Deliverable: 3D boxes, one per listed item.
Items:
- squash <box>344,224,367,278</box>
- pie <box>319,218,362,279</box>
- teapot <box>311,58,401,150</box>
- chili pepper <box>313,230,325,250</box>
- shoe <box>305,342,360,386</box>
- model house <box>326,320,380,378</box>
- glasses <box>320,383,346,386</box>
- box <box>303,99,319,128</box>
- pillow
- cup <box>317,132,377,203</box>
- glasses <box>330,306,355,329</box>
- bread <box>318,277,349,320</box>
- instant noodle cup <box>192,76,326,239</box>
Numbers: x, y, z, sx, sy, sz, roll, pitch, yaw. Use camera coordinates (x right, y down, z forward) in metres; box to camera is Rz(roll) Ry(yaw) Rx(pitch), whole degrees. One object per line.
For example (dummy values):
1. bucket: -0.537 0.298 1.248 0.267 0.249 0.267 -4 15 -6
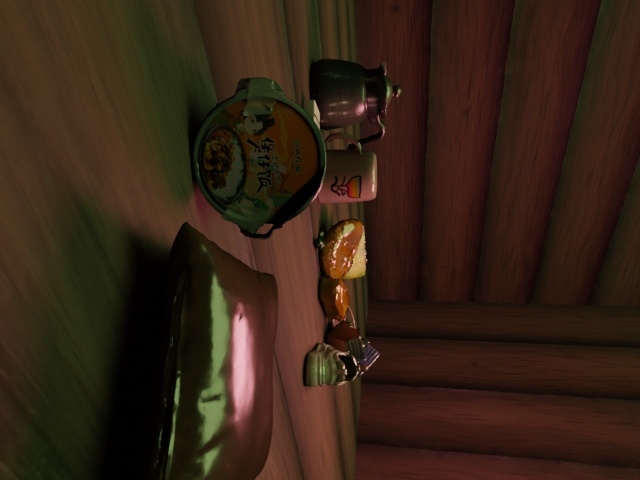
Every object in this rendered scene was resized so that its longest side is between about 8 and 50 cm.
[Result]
1. squash: 0.111 0.071 1.665 0.155 0.203 0.237 -128 -149 -70
2. pie: 0.085 0.034 1.532 0.273 0.069 0.274 -36 138 -42
3. teapot: 0.126 -0.451 1.368 0.223 0.284 0.306 -59 146 -70
4. chili pepper: 0.004 0.007 1.388 0.118 0.035 0.056 -59 146 -72
5. shoe: 0.052 0.405 1.326 0.316 0.159 0.125 26 63 -75
6. model house: 0.133 0.425 1.582 0.166 0.172 0.183 -32 116 -35
7. glasses: 0.058 0.486 1.497 0.140 0.103 0.063 -60 151 -63
8. box: -0.027 -0.325 1.209 0.084 0.040 0.155 36 54 -74
9. pillow: -0.119 0.165 0.514 0.305 0.108 0.308 57 34 -74
10. cup: 0.095 -0.254 1.432 0.192 0.200 0.253 -74 161 -55
11. glasses: 0.088 0.312 1.700 0.162 0.095 0.256 43 45 -63
12. bread: 0.053 0.221 1.515 0.246 0.094 0.102 74 24 -57
13. instant noodle cup: -0.083 -0.116 0.601 0.125 0.177 0.208 -105 -148 -78
